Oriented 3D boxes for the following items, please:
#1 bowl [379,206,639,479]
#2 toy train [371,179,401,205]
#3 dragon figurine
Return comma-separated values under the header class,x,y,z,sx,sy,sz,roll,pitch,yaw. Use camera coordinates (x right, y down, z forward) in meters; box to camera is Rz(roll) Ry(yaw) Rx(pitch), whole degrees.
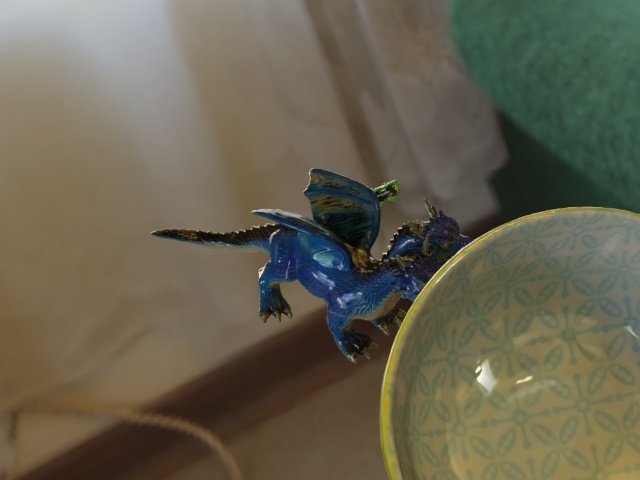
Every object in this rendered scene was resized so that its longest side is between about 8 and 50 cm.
class,x,y,z,sx,sy,sz,roll,pitch,yaw
bowl,0.171,0.132,1.331,0.289,0.289,0.156,-31,-5,-14
toy train,0.033,-0.032,1.674,0.083,0.017,0.024,-23,6,24
dragon figurine,0.000,0.000,1.507,0.289,0.144,0.085,29,46,27
